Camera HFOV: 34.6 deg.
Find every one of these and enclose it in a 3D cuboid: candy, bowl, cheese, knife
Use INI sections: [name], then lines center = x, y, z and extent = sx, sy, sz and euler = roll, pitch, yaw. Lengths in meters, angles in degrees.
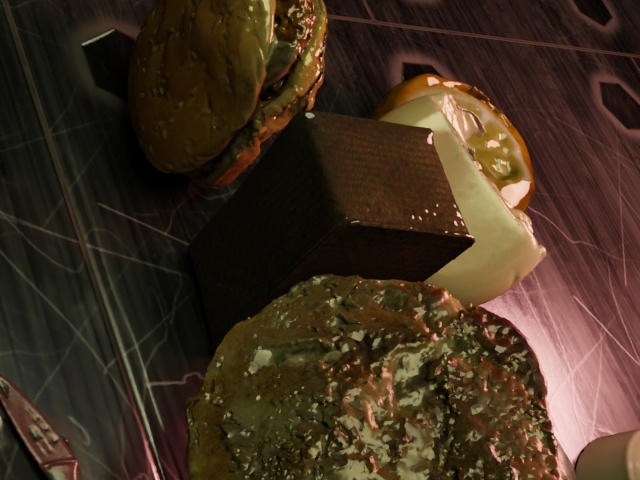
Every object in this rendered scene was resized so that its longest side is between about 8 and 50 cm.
[candy]
center = 0.180, -0.116, 1.450
extent = 0.260, 0.118, 0.259
euler = 18, 49, -23
[bowl]
center = 0.440, 0.326, 1.307
extent = 0.211, 0.112, 0.211
euler = 20, 49, -25
[cheese]
center = 0.149, -0.044, 1.281
extent = 0.233, 0.127, 0.266
euler = -32, 95, -9
[knife]
center = -0.231, 0.213, 0.936
extent = 0.035, 0.018, 0.247
euler = -25, 74, -44

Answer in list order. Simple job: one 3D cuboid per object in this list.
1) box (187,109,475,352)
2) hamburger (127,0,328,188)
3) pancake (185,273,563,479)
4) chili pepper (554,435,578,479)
[box]
center = 0.001, 0.002, 1.095
extent = 0.184, 0.273, 0.143
euler = 4, 56, -37
[hamburger]
center = -0.114, -0.209, 1.165
extent = 0.145, 0.283, 0.259
euler = 22, 39, -36
[pancake]
center = 0.048, 0.171, 0.899
extent = 0.356, 0.065, 0.356
euler = 3, 51, -3
[chili pepper]
center = 0.135, 0.292, 1.019
extent = 0.249, 0.233, 0.256
euler = -18, 76, -28
